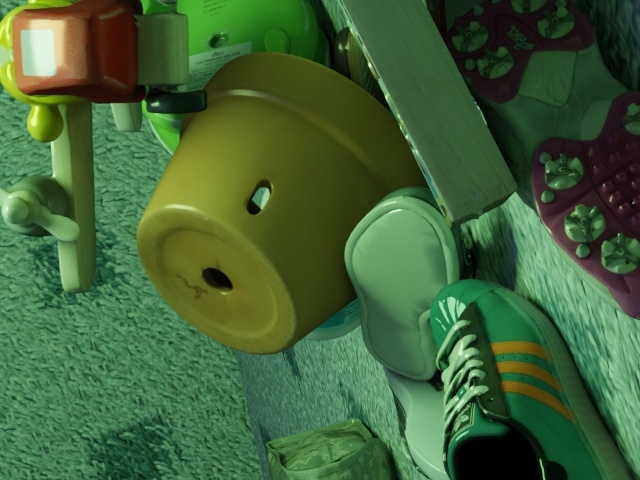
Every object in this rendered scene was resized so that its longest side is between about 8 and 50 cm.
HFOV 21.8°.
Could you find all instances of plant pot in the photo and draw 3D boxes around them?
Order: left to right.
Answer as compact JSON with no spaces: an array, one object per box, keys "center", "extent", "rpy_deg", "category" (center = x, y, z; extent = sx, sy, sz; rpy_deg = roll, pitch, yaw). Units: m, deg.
[{"center":[-0.052,-0.020,1.727],"extent":[0.291,0.203,0.291],"rpy_deg":[23,142,20],"category":"plant pot"}]

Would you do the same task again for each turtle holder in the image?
[{"center":[-0.109,-0.206,2.049],"extent":[0.320,0.243,0.227],"rpy_deg":[52,173,43],"category":"turtle holder"}]

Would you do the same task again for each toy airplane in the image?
[{"center":[-0.275,-0.197,1.718],"extent":[0.384,0.272,0.386],"rpy_deg":[99,162,-51],"category":"toy airplane"}]

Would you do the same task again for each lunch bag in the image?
[{"center":[0.033,0.394,2.328],"extent":[0.287,0.169,0.235],"rpy_deg":[-151,47,-82],"category":"lunch bag"}]

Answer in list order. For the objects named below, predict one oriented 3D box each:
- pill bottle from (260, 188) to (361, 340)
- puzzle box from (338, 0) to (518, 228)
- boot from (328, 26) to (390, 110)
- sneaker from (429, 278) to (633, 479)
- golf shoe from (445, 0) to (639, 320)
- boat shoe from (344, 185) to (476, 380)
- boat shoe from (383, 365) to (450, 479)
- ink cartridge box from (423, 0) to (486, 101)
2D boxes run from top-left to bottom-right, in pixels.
[{"center":[0.000,0.000,2.005],"extent":[0.264,0.146,0.146],"rpy_deg":[92,160,-58],"category":"pill bottle"},{"center":[0.028,-0.199,1.227],"extent":[0.409,0.052,0.272],"rpy_deg":[63,-177,3],"category":"puzzle box"},{"center":[-0.028,-0.143,1.790],"extent":[0.248,0.207,0.090],"rpy_deg":[81,-157,-51],"category":"boot"},{"center":[0.151,0.141,1.413],"extent":[0.108,0.121,0.302],"rpy_deg":[-64,39,32],"category":"sneaker"},{"center":[0.188,-0.047,1.138],"extent":[0.140,0.115,0.306],"rpy_deg":[64,-177,-47],"category":"golf shoe"},{"center":[0.097,0.025,1.635],"extent":[0.116,0.099,0.319],"rpy_deg":[25,153,16],"category":"boat shoe"},{"center":[0.130,0.203,1.727],"extent":[0.301,0.108,0.102],"rpy_deg":[-125,22,-68],"category":"boat shoe"},{"center":[0.107,-0.196,1.405],"extent":[0.150,0.063,0.109],"rpy_deg":[-121,19,-57],"category":"ink cartridge box"}]
